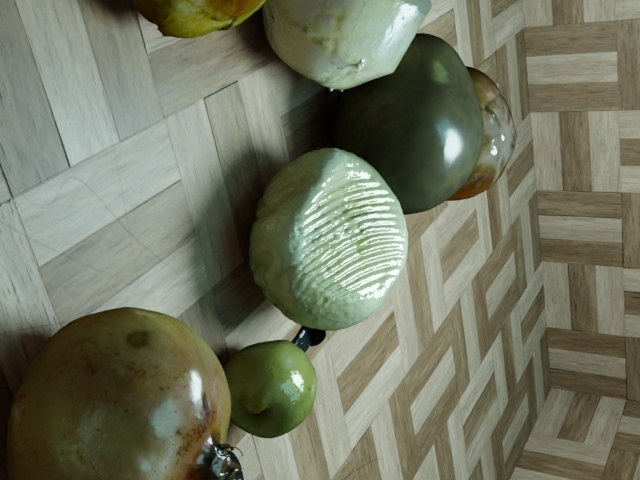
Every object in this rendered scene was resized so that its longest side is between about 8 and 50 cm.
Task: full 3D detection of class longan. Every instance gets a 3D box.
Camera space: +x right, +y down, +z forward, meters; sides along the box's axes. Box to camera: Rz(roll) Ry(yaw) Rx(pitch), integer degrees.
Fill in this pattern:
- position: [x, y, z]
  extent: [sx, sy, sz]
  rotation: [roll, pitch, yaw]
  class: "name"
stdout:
- position: [0.194, -0.251, 1.765]
  extent: [0.404, 0.336, 0.405]
  rotation: [-165, -90, -81]
  class: "longan"

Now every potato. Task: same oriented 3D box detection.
- position: [0.034, -0.358, 1.791]
  extent: [0.036, 0.037, 0.093]
  rotation: [-19, 109, -62]
  class: "potato"

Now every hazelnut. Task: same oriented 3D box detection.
- position: [0.346, -0.282, 2.042]
  extent: [0.315, 0.372, 0.372]
  rotation: [-18, 112, -27]
  class: "hazelnut"

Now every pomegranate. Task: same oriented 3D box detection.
- position: [-0.260, 0.266, 1.106]
  extent: [0.338, 0.338, 0.338]
  rotation: [-11, 103, -58]
  class: "pomegranate"

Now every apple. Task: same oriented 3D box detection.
- position: [-0.097, 0.282, 1.515]
  extent: [0.200, 0.200, 0.200]
  rotation: [-11, 103, -58]
  class: "apple"

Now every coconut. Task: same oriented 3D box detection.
- position: [0.047, -0.488, 1.546]
  extent: [0.352, 0.352, 0.353]
  rotation: [-11, 103, -58]
  class: "coconut"

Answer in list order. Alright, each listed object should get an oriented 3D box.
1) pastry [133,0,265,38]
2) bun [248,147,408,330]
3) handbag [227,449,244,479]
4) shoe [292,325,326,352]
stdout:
- position: [-0.155, -0.467, 1.221]
  extent: [0.164, 0.356, 0.356]
  rotation: [47, 35, 9]
  class: "pastry"
- position: [0.000, 0.000, 1.582]
  extent: [0.349, 0.227, 0.352]
  rotation: [-17, 92, -42]
  class: "bun"
- position: [-0.251, 0.521, 1.327]
  extent: [0.178, 0.275, 0.302]
  rotation: [-139, -138, -73]
  class: "handbag"
- position: [-0.014, 0.212, 1.768]
  extent: [0.159, 0.053, 0.062]
  rotation: [-50, 131, -40]
  class: "shoe"
